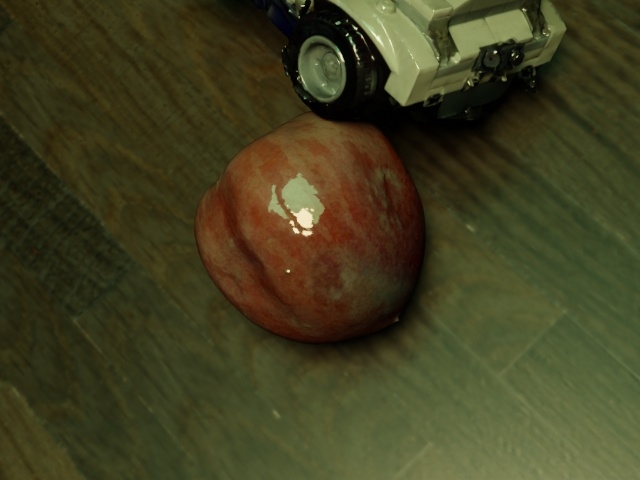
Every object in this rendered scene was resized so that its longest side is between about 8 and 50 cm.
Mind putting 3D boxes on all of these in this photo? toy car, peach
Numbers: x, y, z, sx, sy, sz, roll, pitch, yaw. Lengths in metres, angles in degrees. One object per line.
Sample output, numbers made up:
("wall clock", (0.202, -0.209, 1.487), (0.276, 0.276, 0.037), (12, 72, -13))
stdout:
("toy car", (0.015, -0.196, 0.770), (0.193, 0.118, 0.301), (-20, 59, -38))
("peach", (0.000, 0.000, 0.739), (0.152, 0.152, 0.152), (-5, 68, 11))
